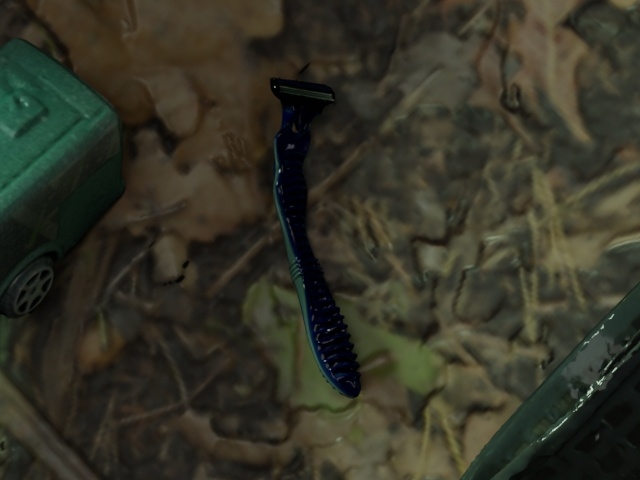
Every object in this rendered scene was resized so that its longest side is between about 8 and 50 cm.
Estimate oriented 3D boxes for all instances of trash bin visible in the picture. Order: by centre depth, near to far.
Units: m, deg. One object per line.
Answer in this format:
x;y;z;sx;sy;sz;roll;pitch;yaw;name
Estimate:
0.170;0.101;0.812;0.161;0.175;0.175;42;90;3;trash bin

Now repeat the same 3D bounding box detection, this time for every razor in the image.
-0.004;0.000;0.919;0.028;0.044;0.154;-15;81;37;razor

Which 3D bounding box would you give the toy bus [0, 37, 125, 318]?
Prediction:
-0.200;0.020;0.875;0.091;0.109;0.261;36;60;13;toy bus
